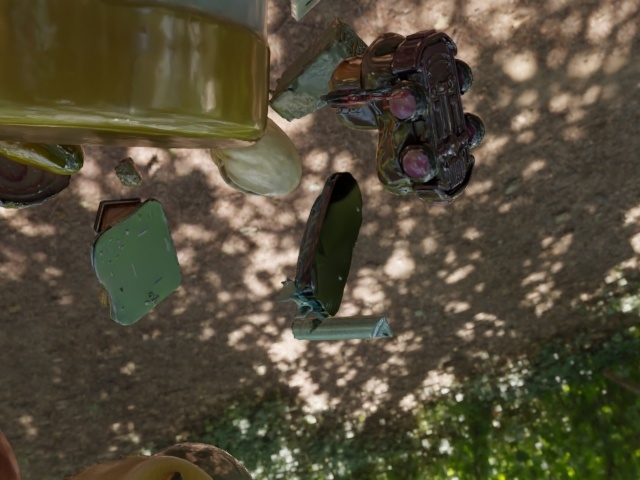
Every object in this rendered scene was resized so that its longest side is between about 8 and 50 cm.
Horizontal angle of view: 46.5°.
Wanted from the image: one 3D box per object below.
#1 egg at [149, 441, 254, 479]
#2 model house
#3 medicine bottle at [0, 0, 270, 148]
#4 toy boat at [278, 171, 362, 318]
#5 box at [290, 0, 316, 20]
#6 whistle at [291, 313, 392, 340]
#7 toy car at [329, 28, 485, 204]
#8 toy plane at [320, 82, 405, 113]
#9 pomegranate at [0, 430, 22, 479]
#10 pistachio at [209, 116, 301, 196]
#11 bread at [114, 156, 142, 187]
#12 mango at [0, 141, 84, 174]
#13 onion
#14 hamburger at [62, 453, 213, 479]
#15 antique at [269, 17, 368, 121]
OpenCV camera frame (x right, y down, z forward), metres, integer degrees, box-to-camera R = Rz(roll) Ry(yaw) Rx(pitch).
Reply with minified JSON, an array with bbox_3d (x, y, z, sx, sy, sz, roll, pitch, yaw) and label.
[{"bbox_3d":[-0.224,0.483,1.282,0.258,0.259,0.352,-5,-177,-21],"label":"egg"},{"bbox_3d":[-0.463,0.027,1.722,0.207,0.154,0.294,-40,145,-31],"label":"model house"},{"bbox_3d":[-0.147,-0.175,0.442,0.237,0.232,0.238,2,-176,0],"label":"medicine bottle"},{"bbox_3d":[0.000,0.000,1.419,0.092,0.299,0.134,-7,140,31],"label":"toy boat"},{"bbox_3d":[-0.023,-0.512,1.557,0.090,0.024,0.167,-42,-175,2],"label":"box"},{"bbox_3d":[0.053,0.224,1.905,0.312,0.062,0.062,-8,165,43],"label":"whistle"},{"bbox_3d":[0.162,-0.239,1.474,0.240,0.341,0.271,-2,-161,35],"label":"toy car"},{"bbox_3d":[0.068,-0.234,1.222,0.145,0.037,0.060,-3,172,-7],"label":"toy plane"},{"bbox_3d":[-0.475,0.339,0.899,0.228,0.252,0.270,-9,148,-12],"label":"pomegranate"},{"bbox_3d":[-0.205,-0.261,2.265,0.321,0.229,0.238,43,79,-26],"label":"pistachio"},{"bbox_3d":[-0.542,-0.187,2.096,0.060,0.082,0.113,-27,-165,-7],"label":"bread"},{"bbox_3d":[-0.723,-0.264,1.889,0.139,0.176,0.254,-35,141,28],"label":"mango"},{"bbox_3d":[-0.819,-0.197,2.008,0.280,0.314,0.146,-5,151,-48],"label":"onion"},{"bbox_3d":[-0.215,0.395,0.862,0.170,0.302,0.302,-22,153,21],"label":"hamburger"},{"bbox_3d":[-0.011,-0.410,1.876,0.284,0.125,0.150,-29,123,34],"label":"antique"}]
